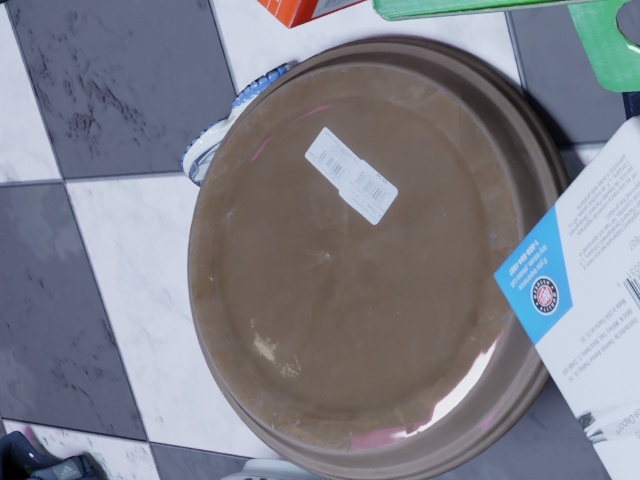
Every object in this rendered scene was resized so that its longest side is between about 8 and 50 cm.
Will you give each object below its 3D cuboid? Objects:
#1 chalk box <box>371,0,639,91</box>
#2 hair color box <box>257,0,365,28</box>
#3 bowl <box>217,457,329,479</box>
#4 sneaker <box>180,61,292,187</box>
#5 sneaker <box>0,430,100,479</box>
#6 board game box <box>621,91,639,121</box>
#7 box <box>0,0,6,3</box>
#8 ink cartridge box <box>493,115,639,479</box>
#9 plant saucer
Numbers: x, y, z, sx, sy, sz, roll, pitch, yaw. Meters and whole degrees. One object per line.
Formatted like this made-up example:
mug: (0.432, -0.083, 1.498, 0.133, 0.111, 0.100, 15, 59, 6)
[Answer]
chalk box: (0.122, -0.200, 0.605, 0.180, 0.179, 0.289, 1, 112, 46)
hair color box: (-0.037, -0.207, 0.829, 0.167, 0.093, 0.053, 43, 135, 19)
bowl: (-0.028, 0.214, 1.042, 0.170, 0.080, 0.170, 11, 159, 4)
sneaker: (-0.049, -0.064, 0.954, 0.058, 0.052, 0.135, 53, 139, 3)
sneaker: (-0.226, 0.272, 1.280, 0.300, 0.111, 0.121, 15, 118, 38)
board game box: (0.258, -0.005, 0.648, 0.243, 0.042, 0.165, 9, 118, 53)
box: (-0.318, -0.249, 1.094, 0.156, 0.093, 0.158, -11, 104, 48)
ink cartridge box: (0.190, 0.055, 0.648, 0.203, 0.086, 0.148, 61, 148, 19)
plant saucer: (0.022, 0.011, 0.836, 0.277, 0.041, 0.278, -4, 83, 33)
